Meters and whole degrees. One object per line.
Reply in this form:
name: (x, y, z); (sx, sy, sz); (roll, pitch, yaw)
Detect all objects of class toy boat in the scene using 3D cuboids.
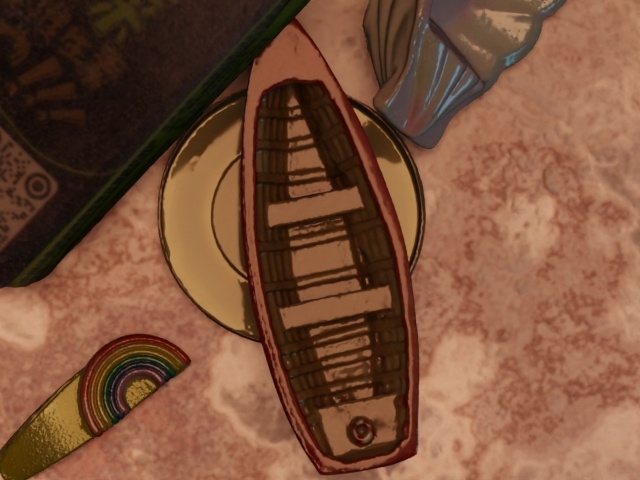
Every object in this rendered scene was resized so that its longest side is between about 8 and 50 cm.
toy boat: (0.125, -0.226, 1.595); (0.100, 0.199, 0.290); (28, 86, 37)
toy boat: (0.000, 0.000, 1.569); (0.136, 0.079, 0.392); (-11, 85, -4)

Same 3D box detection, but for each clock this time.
clock: (-0.025, -0.023, 1.622); (0.235, 0.029, 0.235); (0, 84, -3)

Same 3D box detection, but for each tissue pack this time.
tissue pack: (-0.213, -0.192, 1.523); (0.288, 0.124, 0.394); (45, 105, 4)

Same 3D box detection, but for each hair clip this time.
hair clip: (-0.201, 0.140, 1.593); (0.188, 0.033, 0.060); (-38, 86, -7)
